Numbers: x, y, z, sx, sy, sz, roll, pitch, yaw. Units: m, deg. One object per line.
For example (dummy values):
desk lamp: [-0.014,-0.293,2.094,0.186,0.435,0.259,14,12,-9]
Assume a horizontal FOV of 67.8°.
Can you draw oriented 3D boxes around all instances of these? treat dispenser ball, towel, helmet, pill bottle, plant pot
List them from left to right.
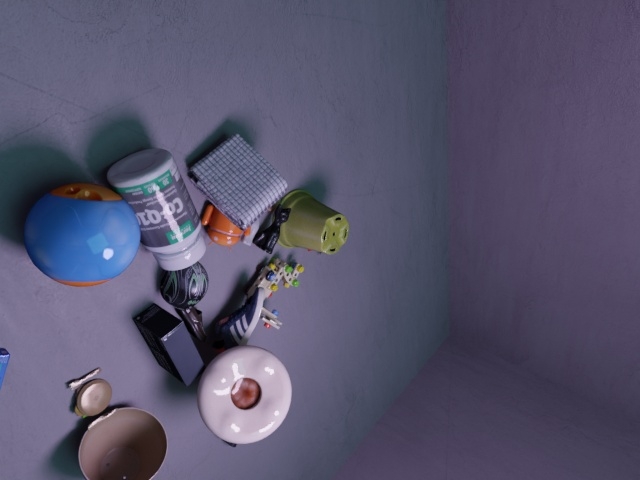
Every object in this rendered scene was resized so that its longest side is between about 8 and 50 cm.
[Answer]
treat dispenser ball: [-0.653,-0.016,1.318,0.288,0.288,0.288,-25,125,-41]
plant pot: [-0.703,0.768,1.690,0.284,0.284,0.191,-24,153,-42]
pill bottle: [-0.507,-0.092,1.523,0.204,0.204,0.361,-41,135,-30]
helmet: [-0.484,0.148,1.716,0.169,0.169,0.161,6,119,-51]
towel: [-0.292,-0.204,1.693,0.235,0.284,0.121,-45,174,-19]
plant pot: [-0.025,-0.062,2.074,0.276,0.254,0.276,-24,124,-42]

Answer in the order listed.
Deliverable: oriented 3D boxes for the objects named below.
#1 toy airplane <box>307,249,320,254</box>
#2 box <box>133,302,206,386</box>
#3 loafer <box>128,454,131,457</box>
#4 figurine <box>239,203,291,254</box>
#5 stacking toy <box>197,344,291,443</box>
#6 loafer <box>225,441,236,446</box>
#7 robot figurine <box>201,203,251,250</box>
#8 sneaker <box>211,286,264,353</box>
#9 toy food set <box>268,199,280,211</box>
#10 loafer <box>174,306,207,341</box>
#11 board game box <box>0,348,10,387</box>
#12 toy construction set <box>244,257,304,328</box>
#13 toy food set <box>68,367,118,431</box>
toy airplane: [0.000,0.000,2.317,0.151,0.028,0.151,-24,125,-40]
box: [-0.542,0.378,1.725,0.103,0.184,0.261,-39,134,-32]
loafer: [-0.753,0.856,1.823,0.045,0.039,0.125,74,38,-84]
figurine: [-0.231,-0.073,1.932,0.215,0.092,0.209,27,95,-51]
stacking toy: [-0.336,0.614,1.947,0.351,0.480,0.350,5,75,-17]
loafer: [-0.427,0.911,2.222,0.061,0.062,0.170,-52,141,-27]
robot figurine: [-0.345,-0.074,1.786,0.158,0.128,0.219,10,100,-58]
sneaker: [-0.342,0.330,1.947,0.148,0.131,0.350,23,104,-8]
toy food set: [-0.202,-0.161,2.003,0.083,0.020,0.082,39,77,-51]
loafer: [-0.483,0.308,1.845,0.078,0.080,0.220,-42,135,-29]
board game box: [-0.983,0.409,1.324,0.160,0.047,0.210,13,96,-52]
toy construction set: [-0.205,0.217,2.095,0.215,0.151,0.327,44,62,-50]
toy food set: [-0.784,0.540,1.638,0.132,0.039,0.192,-31,116,-47]
